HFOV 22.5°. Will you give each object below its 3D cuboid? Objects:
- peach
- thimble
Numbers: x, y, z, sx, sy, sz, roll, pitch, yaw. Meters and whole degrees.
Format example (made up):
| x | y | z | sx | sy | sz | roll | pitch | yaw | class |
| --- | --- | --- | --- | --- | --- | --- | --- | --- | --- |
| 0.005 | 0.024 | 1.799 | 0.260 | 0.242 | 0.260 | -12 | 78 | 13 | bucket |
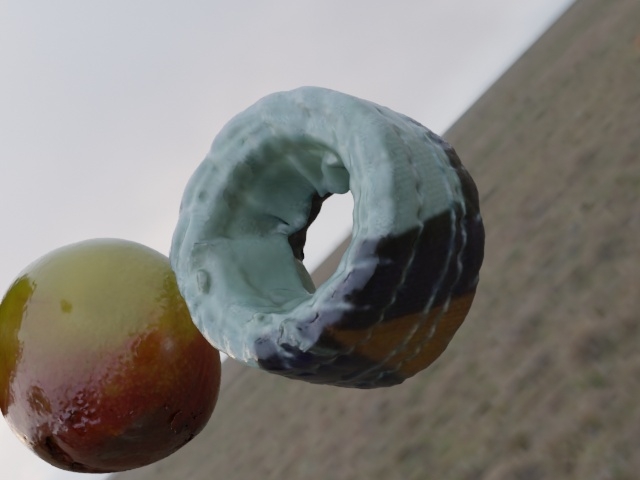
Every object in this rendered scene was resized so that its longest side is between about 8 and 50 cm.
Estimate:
| x | y | z | sx | sy | sz | roll | pitch | yaw | class |
| --- | --- | --- | --- | --- | --- | --- | --- | --- | --- |
| -0.208 | 0.114 | 1.570 | 0.231 | 0.231 | 0.231 | -45 | -1 | -1 | peach |
| 0.000 | 0.000 | 1.243 | 0.237 | 0.237 | 0.150 | -45 | -35 | 22 | thimble |
